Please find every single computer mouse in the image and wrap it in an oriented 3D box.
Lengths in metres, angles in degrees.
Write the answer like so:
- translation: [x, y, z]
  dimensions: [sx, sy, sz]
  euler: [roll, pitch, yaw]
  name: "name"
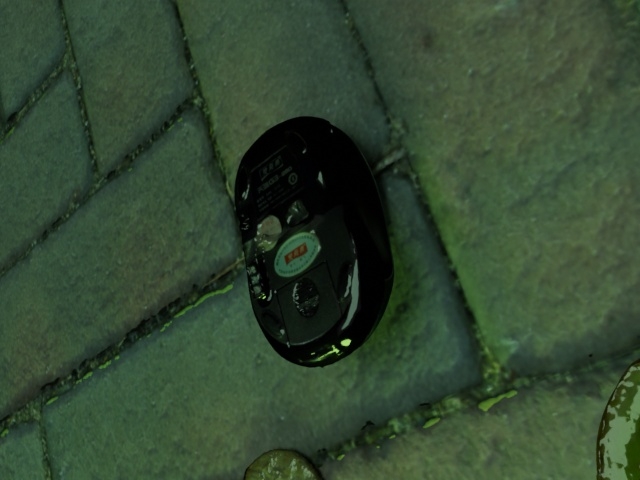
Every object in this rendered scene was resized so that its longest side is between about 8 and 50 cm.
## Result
- translation: [0.000, 0.000, 0.685]
  dimensions: [0.137, 0.096, 0.233]
  euler: [-26, 64, 30]
  name: "computer mouse"

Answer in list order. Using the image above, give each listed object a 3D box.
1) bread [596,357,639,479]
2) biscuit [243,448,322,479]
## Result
- translation: [0.279, 0.155, 0.441]
  dimensions: [0.236, 0.070, 0.236]
  euler: [-8, 78, 39]
  name: "bread"
- translation: [-0.037, 0.262, 0.733]
  dimensions: [0.120, 0.015, 0.120]
  euler: [-7, 80, 39]
  name: "biscuit"
